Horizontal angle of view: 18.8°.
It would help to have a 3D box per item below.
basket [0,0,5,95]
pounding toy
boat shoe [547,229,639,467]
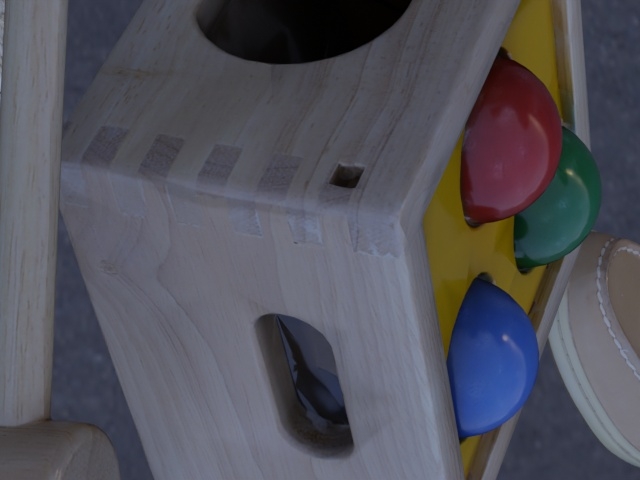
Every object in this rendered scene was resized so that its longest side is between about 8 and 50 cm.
[{"bbox_3d":[-0.224,-0.092,0.921,0.167,0.103,0.113,-15,157,1],"label":"basket"},{"bbox_3d":[-0.003,-0.002,0.430,0.094,0.206,0.181,10,140,20],"label":"pounding toy"},{"bbox_3d":[0.264,0.103,1.211,0.110,0.122,0.341,-15,134,42],"label":"boat shoe"}]
